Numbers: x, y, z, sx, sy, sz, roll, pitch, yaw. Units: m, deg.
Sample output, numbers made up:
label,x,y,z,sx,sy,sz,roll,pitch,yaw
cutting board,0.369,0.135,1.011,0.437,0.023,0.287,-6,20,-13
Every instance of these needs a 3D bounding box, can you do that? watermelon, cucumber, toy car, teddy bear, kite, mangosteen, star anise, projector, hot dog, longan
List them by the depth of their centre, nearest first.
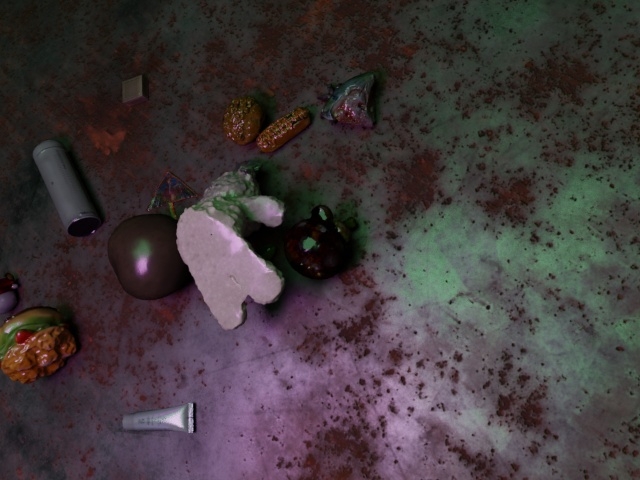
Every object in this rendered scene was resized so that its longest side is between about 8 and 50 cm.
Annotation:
label,x,y,z,sx,sy,sz,roll,pitch,yaw
mangosteen,-0.007,0.005,1.566,0.172,0.172,0.184,8,76,24
teddy bear,-0.200,-0.016,1.633,0.327,0.362,0.375,-37,89,24
watermelon,0.101,-0.364,1.644,0.187,0.071,0.139,-43,92,-7
cucumber,-0.226,0.069,1.699,0.250,0.056,0.056,-20,70,17
star anise,0.047,-0.379,1.706,0.140,0.042,0.141,-6,75,23
longan,-0.465,0.045,1.715,0.245,0.215,0.246,-23,47,27
hot dog,-0.108,-0.310,1.745,0.188,0.055,0.072,-35,67,10
kite,-0.447,-0.131,1.867,0.189,0.010,0.159,-13,73,21
toy car,-1.017,0.180,1.965,0.112,0.139,0.112,-35,84,16
projector,-0.803,-0.167,1.974,0.108,0.108,0.338,-38,66,10

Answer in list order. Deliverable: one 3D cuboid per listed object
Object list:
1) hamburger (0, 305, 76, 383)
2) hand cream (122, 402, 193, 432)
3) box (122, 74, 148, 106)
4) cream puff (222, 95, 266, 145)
label,x,y,z,sx,sy,sz,roll,pitch,yaw
hamburger,-0.821,0.312,1.795,0.237,0.237,0.149,-44,68,7
hand cream,-0.434,0.482,1.681,0.204,0.050,0.078,-8,71,16
box,-0.597,-0.480,2.007,0.083,0.035,0.080,-12,72,21
cream puff,-0.221,-0.344,1.763,0.126,0.103,0.144,8,70,51
